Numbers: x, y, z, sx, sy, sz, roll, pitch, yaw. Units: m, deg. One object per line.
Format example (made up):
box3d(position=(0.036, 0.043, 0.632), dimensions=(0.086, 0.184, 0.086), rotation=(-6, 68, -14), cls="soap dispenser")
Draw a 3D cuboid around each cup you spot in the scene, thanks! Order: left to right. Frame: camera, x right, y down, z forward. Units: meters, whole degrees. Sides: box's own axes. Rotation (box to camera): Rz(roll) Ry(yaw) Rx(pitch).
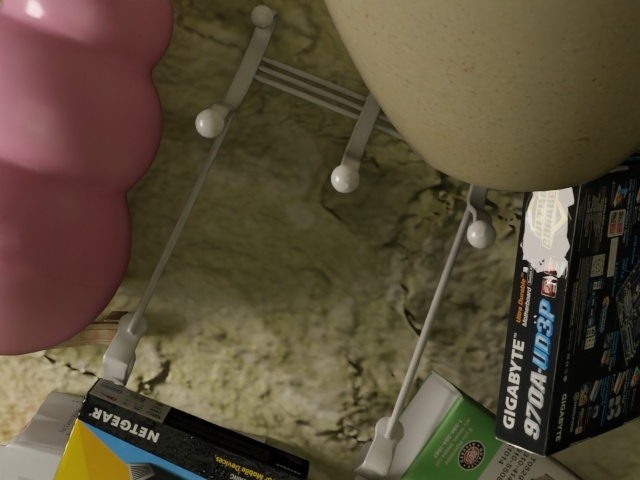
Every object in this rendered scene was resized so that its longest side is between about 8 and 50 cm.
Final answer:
box3d(position=(0.141, -0.174, 0.731), dimensions=(0.331, 0.331, 0.237), rotation=(1, 129, 4), cls="cup")

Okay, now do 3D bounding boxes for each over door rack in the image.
box3d(position=(0.000, 0.000, 0.855), dimensions=(0.239, 0.108, 0.324), rotation=(22, 83, 0), cls="over door rack")

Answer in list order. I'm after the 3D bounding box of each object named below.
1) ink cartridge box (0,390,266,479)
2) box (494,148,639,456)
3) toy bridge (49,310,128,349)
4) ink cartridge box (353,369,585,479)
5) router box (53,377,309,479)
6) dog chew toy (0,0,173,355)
box3d(position=(-0.212, 0.305, 0.966), dimensions=(0.272, 0.130, 0.309), rotation=(13, 102, 1), cls="ink cartridge box")
box3d(position=(0.217, 0.043, 0.862), dimensions=(0.051, 0.175, 0.220), rotation=(16, 108, 43), cls="box")
box3d(position=(-0.259, 0.078, 0.955), dimensions=(0.188, 0.063, 0.026), rotation=(1, 102, 5), cls="toy bridge")
box3d(position=(0.141, 0.239, 0.913), dimensions=(0.219, 0.092, 0.160), rotation=(36, 88, -13), cls="ink cartridge box")
box3d(position=(-0.114, 0.201, 0.849), dimensions=(0.179, 0.046, 0.133), rotation=(22, 100, -1), cls="router box")
box3d(position=(-0.218, -0.083, 0.856), dimensions=(0.206, 0.206, 0.332), rotation=(23, 95, -1), cls="dog chew toy")
